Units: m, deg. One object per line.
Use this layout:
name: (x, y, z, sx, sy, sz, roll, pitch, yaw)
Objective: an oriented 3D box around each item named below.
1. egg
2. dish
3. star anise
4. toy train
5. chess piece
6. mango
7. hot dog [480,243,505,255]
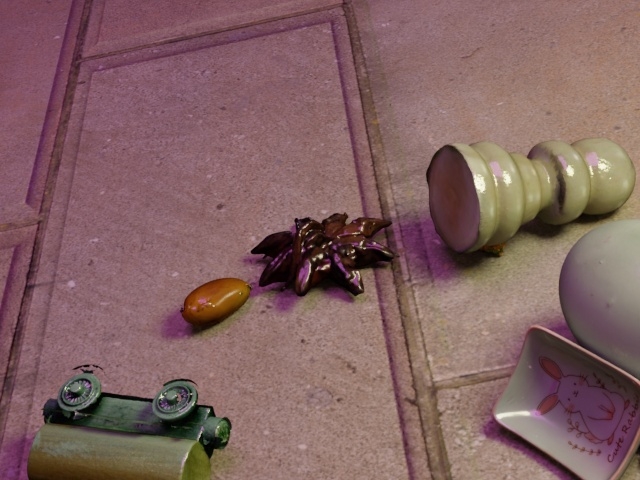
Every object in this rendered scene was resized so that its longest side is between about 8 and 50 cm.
egg: (0.481, 0.108, 1.599, 0.230, 0.230, 0.371, -31, 46, -22)
dish: (0.347, 0.222, 1.588, 0.077, 0.151, 0.212, 13, 13, -43)
star anise: (0.000, 0.000, 2.013, 0.272, 0.102, 0.272, -8, 33, 5)
toy train: (-0.283, 0.286, 1.702, 0.307, 0.126, 0.189, 3, 40, 21)
chess piece: (0.358, -0.090, 1.949, 0.330, 0.182, 0.182, -9, 33, -20)
mango: (-0.172, 0.102, 1.966, 0.127, 0.063, 0.077, -26, 32, -25)
hot dog: (0.259, -0.005, 1.993, 0.049, 0.037, 0.122, -25, 41, -34)
